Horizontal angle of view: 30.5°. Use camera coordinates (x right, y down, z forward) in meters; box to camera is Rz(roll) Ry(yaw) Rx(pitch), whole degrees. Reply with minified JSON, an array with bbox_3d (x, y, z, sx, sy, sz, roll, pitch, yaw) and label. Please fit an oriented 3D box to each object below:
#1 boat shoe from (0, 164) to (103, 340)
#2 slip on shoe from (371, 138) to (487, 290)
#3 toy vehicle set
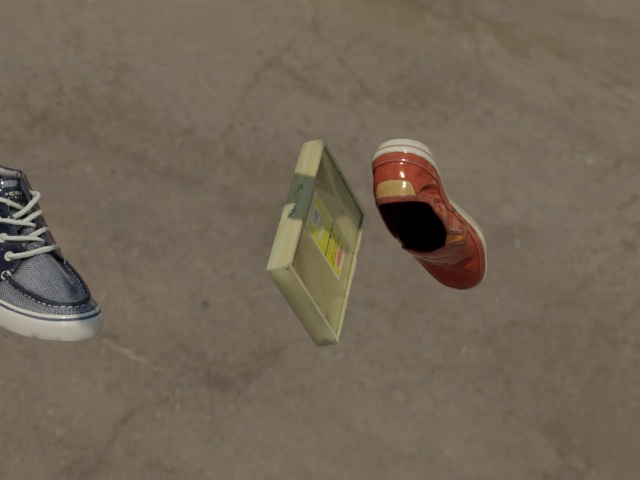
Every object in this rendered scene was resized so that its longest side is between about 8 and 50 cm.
[{"bbox_3d":[-0.397,0.005,1.534,0.127,0.158,0.341,-11,26,-44],"label":"boat shoe"},{"bbox_3d":[0.154,-0.012,1.690,0.123,0.331,0.101,-5,56,23],"label":"slip on shoe"},{"bbox_3d":[0.000,0.000,1.693,0.035,0.166,0.266,-11,40,24],"label":"toy vehicle set"}]
